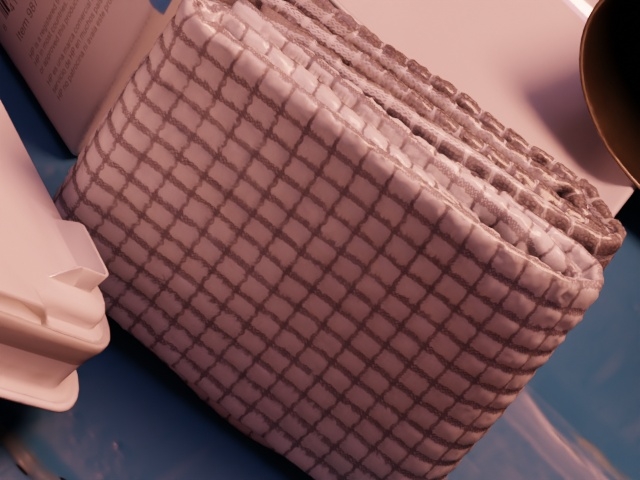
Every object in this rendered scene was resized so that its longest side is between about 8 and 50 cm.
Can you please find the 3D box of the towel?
[{"bbox_3d":[0.000,0.000,1.125,0.284,0.235,0.121,36,38,1],"label":"towel"}]

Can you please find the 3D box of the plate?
[{"bbox_3d":[0.144,-0.143,1.469,0.278,0.045,0.277,45,42,1],"label":"plate"}]

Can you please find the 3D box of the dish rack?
[{"bbox_3d":[-0.234,-0.076,1.025,0.333,0.072,0.285,61,14,25],"label":"dish rack"}]

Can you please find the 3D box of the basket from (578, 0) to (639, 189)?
[{"bbox_3d":[0.316,-0.135,1.460,0.204,0.154,0.227,54,37,-2],"label":"basket"}]

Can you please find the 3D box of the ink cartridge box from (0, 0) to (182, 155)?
[{"bbox_3d":[-0.145,-0.301,1.270,0.166,0.285,0.395,-15,61,-42],"label":"ink cartridge box"}]
